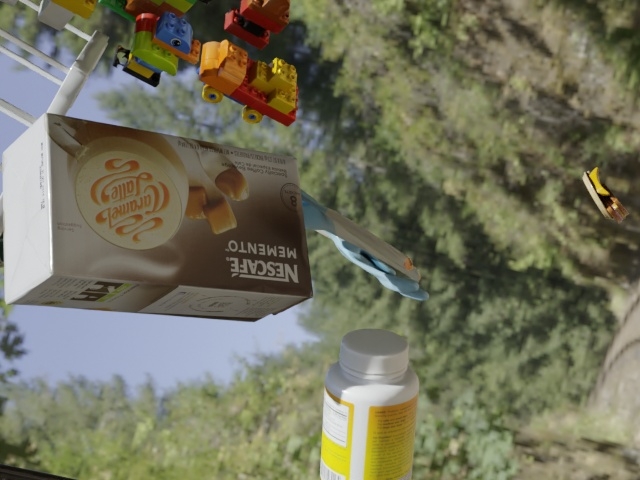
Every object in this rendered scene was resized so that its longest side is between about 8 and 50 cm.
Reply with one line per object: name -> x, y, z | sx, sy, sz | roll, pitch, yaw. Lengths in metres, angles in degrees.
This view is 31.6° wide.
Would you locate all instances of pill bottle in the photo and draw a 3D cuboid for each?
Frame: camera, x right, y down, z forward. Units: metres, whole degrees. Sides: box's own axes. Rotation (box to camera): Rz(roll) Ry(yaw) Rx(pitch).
pill bottle -> 0.061, 0.224, 1.418 | 0.117, 0.117, 0.214 | -44, -40, -64

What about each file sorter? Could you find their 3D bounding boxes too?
file sorter -> -0.383, -0.131, 1.251 | 0.277, 0.173, 0.193 | -57, 14, 16

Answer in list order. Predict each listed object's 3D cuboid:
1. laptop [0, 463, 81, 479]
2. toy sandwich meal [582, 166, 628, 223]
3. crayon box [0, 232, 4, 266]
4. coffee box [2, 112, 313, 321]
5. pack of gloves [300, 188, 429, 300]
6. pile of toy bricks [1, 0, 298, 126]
laptop -> -0.386, 0.192, 1.070 | 0.382, 0.408, 0.236 | 27, -137, -48
toy sandwich meal -> 0.393, -0.064, 1.566 | 0.085, 0.029, 0.085 | 51, -162, -24
crayon box -> -0.476, -0.001, 1.711 | 0.318, 0.202, 0.081 | -7, 98, 67
coffee box -> -0.139, -0.011, 0.978 | 0.247, 0.098, 0.141 | 8, -113, -36
pack of gloves -> 0.000, 0.000, 1.147 | 0.046, 0.232, 0.195 | -54, -21, -7
pile of toy bricks -> -0.081, -0.164, 0.691 | 0.105, 0.212, 0.118 | -35, 41, 41
